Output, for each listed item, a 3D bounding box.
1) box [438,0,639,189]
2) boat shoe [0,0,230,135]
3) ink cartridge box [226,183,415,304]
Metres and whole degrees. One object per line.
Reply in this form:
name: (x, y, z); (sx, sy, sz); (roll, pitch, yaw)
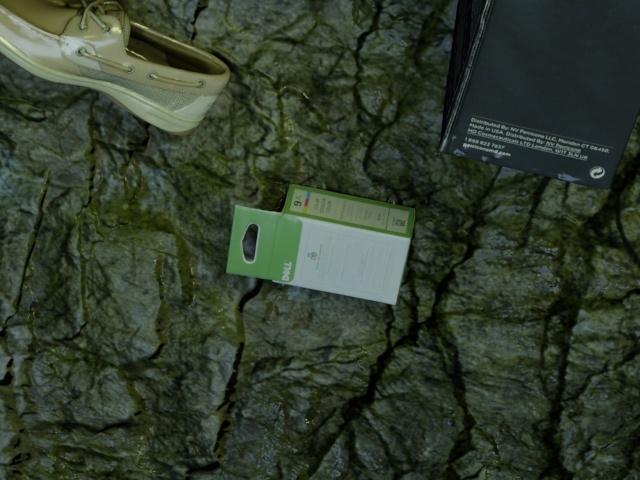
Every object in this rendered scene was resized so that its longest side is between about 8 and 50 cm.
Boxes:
box: (0.241, -0.261, 1.772); (0.183, 0.296, 0.294); (12, 131, -1)
boat shoe: (-0.242, -0.220, 2.012); (0.302, 0.109, 0.098); (26, 124, -21)
ink cartridge box: (0.000, 0.000, 2.189); (0.209, 0.062, 0.109); (10, 131, 0)
